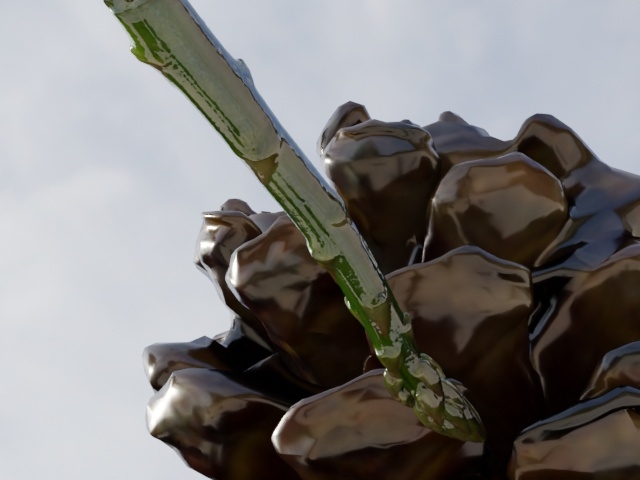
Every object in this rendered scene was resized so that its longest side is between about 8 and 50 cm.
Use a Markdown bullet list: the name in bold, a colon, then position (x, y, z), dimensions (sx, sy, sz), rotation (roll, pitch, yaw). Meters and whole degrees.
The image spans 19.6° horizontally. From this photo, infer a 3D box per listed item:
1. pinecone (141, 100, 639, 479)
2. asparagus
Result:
- **pinecone**: position (0.041, 0.093, 0.509), dimensions (0.224, 0.272, 0.224), rotation (-12, -15, -3)
- **asparagus**: position (0.000, 0.000, 0.372), dimensions (0.016, 0.016, 0.163), rotation (-23, -42, 11)
